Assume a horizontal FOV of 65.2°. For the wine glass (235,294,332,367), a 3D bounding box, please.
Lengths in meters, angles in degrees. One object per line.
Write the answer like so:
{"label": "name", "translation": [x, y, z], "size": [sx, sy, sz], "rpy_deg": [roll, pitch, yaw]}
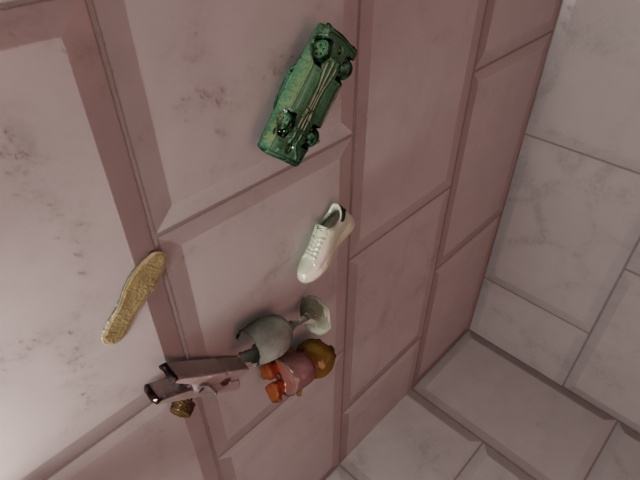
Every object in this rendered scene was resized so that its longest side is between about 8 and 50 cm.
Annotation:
{"label": "wine glass", "translation": [-0.112, 0.278, 1.548], "size": [0.321, 0.143, 0.143], "rpy_deg": [-16, 128, -46]}

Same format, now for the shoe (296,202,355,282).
{"label": "shoe", "translation": [0.000, 0.000, 1.521], "size": [0.265, 0.095, 0.110], "rpy_deg": [-54, 142, -17]}

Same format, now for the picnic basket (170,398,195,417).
{"label": "picnic basket", "translation": [-0.382, 0.450, 1.410], "size": [0.072, 0.072, 0.083], "rpy_deg": [76, 22, -48]}

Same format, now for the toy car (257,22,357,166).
{"label": "toy car", "translation": [-0.036, -0.340, 1.178], "size": [0.141, 0.097, 0.320], "rpy_deg": [15, 105, -56]}

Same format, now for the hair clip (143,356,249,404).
{"label": "hair clip", "translation": [-0.329, 0.386, 1.394], "size": [0.331, 0.085, 0.101], "rpy_deg": [19, 103, -58]}

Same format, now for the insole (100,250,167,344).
{"label": "insole", "translation": [-0.421, 0.130, 1.130], "size": [0.081, 0.011, 0.248], "rpy_deg": [23, 98, -58]}

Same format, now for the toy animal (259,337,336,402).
{"label": "toy animal", "translation": [-0.060, 0.425, 1.721], "size": [0.281, 0.169, 0.195], "rpy_deg": [-21, 98, -47]}
